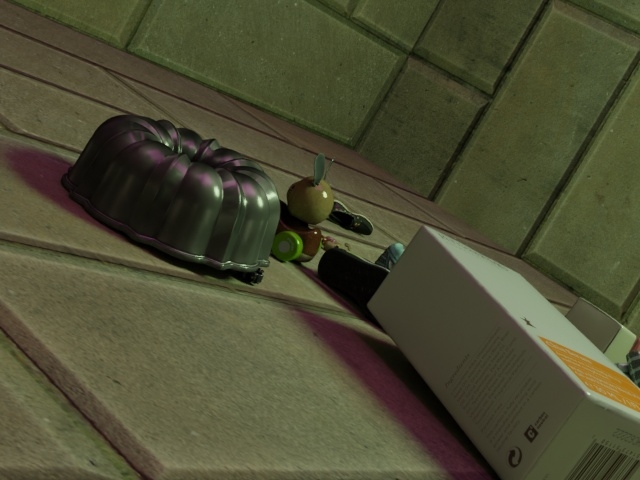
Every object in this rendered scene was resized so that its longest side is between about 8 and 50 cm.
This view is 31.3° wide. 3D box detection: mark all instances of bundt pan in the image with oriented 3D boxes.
[{"bbox_3d":[-0.202,-0.085,1.673,0.331,0.124,0.331,23,14,-6],"label":"bundt pan"}]

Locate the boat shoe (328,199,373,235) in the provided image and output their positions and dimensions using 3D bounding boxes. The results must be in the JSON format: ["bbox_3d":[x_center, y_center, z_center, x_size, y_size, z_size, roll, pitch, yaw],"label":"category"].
[{"bbox_3d":[0.067,-0.044,2.625,0.133,0.049,0.042,32,35,-29],"label":"boat shoe"}]

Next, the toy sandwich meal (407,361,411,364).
[{"bbox_3d":[0.168,0.194,1.717,0.085,0.029,0.085,32,12,-7],"label":"toy sandwich meal"}]

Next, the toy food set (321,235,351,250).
[{"bbox_3d":[0.000,0.000,2.263,0.122,0.019,0.078,21,10,-6],"label":"toy food set"}]

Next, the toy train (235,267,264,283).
[{"bbox_3d":[-0.137,0.021,1.714,0.036,0.027,0.158,8,21,-39],"label":"toy train"}]

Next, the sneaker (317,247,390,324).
[{"bbox_3d":[0.095,0.078,1.931,0.097,0.084,0.234,21,13,-48],"label":"sneaker"}]

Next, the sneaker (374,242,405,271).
[{"bbox_3d":[0.217,0.102,2.050,0.283,0.122,0.110,28,9,-15],"label":"sneaker"}]

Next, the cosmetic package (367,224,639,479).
[{"bbox_3d":[0.275,0.179,1.600,0.230,0.161,0.453,25,15,-33],"label":"cosmetic package"}]

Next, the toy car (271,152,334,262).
[{"bbox_3d":[-0.038,-0.070,1.987,0.149,0.188,0.155,32,9,11],"label":"toy car"}]

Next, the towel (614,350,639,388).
[{"bbox_3d":[0.579,0.291,1.726,0.283,0.121,0.235,9,57,-30],"label":"towel"}]

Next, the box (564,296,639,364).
[{"bbox_3d":[0.582,0.237,2.254,0.232,0.127,0.148,34,4,-31],"label":"box"}]
